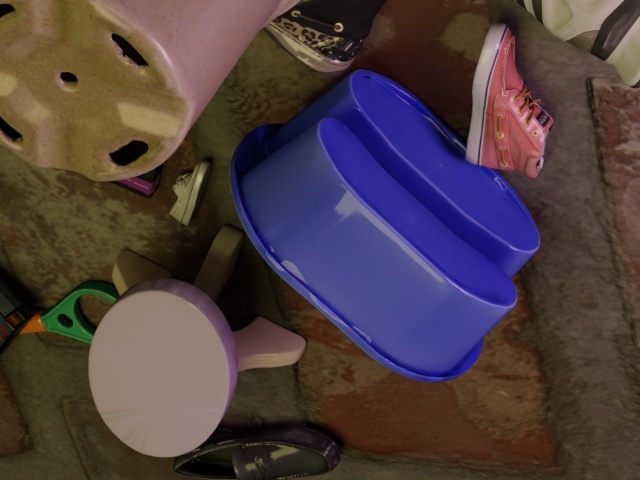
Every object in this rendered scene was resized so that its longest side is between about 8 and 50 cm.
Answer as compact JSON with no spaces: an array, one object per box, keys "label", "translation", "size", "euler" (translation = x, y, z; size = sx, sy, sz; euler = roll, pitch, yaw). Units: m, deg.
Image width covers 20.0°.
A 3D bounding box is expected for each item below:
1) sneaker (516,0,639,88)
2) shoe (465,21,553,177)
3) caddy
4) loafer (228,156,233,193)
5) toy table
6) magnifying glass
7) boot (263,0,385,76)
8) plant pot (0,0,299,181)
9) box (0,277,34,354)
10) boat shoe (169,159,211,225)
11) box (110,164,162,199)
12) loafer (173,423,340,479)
[{"label":"sneaker","translation":[0.271,-0.348,1.568],"size":[0.257,0.169,0.447],"euler":[29,135,1]},{"label":"shoe","translation":[0.198,-0.141,1.836],"size":[0.081,0.063,0.178],"euler":[16,135,13]},{"label":"caddy","translation":[0.062,-0.008,1.885],"size":[0.341,0.241,0.179],"euler":[43,125,-8]},{"label":"loafer","translation":[0.000,0.000,2.010],"size":[0.268,0.102,0.092],"euler":[38,139,-6]},{"label":"toy table","translation":[-0.157,0.115,2.138],"size":[0.252,0.161,0.274],"euler":[34,133,-1]},{"label":"magnifying glass","translation":[-0.330,0.100,2.303],"size":[0.231,0.026,0.092],"euler":[-6,121,32]},{"label":"boot","translation":[-0.024,-0.293,1.818],"size":[0.236,0.085,0.178],"euler":[37,129,-7]},{"label":"plant pot","translation":[-0.179,-0.232,1.638],"size":[0.333,0.305,0.334],"euler":[10,137,10]},{"label":"box","translation":[-0.485,0.106,2.352],"size":[0.159,0.044,0.233],"euler":[47,132,3]},{"label":"boat shoe","translation":[-0.154,-0.059,2.090],"size":[0.035,0.035,0.100],"euler":[27,138,2]},{"label":"box","translation":[-0.230,-0.134,2.074],"size":[0.116,0.029,0.162],"euler":[24,133,8]},{"label":"loafer","translation":[-0.082,0.276,2.276],"size":[0.223,0.078,0.076],"euler":[-1,124,27]}]
